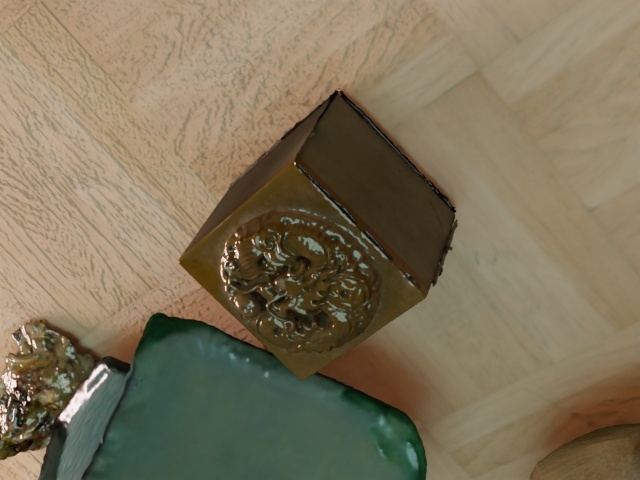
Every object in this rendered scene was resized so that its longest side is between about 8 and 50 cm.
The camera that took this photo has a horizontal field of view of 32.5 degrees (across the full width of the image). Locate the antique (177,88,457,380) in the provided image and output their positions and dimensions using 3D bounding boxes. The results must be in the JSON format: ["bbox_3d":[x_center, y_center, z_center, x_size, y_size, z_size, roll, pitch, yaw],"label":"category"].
[{"bbox_3d":[0.000,0.000,0.842,0.146,0.148,0.152,45,125,-10],"label":"antique"}]

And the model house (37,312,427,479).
[{"bbox_3d":[-0.090,0.199,0.988,0.280,0.249,0.230,27,86,-15],"label":"model house"}]

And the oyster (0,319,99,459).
[{"bbox_3d":[-0.275,0.160,1.079,0.108,0.053,0.166,25,118,-12],"label":"oyster"}]

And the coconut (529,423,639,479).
[{"bbox_3d":[0.259,0.252,0.883,0.224,0.224,0.234,3,134,14],"label":"coconut"}]
